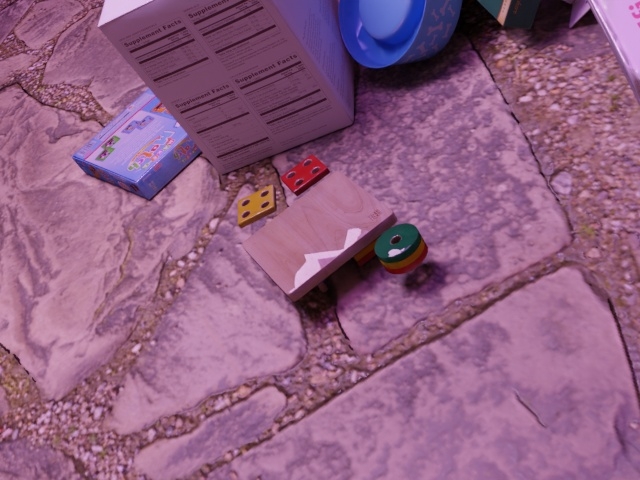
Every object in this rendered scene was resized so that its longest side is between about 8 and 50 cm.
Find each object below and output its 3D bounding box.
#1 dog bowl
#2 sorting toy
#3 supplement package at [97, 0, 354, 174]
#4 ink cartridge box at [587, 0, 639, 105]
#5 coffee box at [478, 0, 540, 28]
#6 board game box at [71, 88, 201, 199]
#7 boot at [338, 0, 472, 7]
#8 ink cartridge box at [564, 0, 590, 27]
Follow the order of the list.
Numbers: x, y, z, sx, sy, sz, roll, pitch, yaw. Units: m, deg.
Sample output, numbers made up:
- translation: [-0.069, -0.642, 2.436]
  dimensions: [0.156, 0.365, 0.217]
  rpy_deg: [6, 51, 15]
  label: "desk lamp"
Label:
- translation: [0.112, -0.354, 1.300]
  dimensions: [0.074, 0.297, 0.166]
  rpy_deg: [0, 16, -36]
  label: "dog bowl"
- translation: [0.000, 0.000, 1.111]
  dimensions: [0.132, 0.046, 0.274]
  rpy_deg: [-38, 33, -7]
  label: "sorting toy"
- translation: [-0.103, -0.262, 1.321]
  dimensions: [0.198, 0.263, 0.199]
  rpy_deg: [-19, 43, 21]
  label: "supplement package"
- translation: [0.396, -0.257, 0.963]
  dimensions: [0.306, 0.131, 0.226]
  rpy_deg: [-26, 55, 17]
  label: "ink cartridge box"
- translation: [0.208, -0.334, 1.254]
  dimensions: [0.040, 0.113, 0.184]
  rpy_deg: [2, 35, -21]
  label: "coffee box"
- translation: [-0.241, -0.141, 1.514]
  dimensions: [0.160, 0.039, 0.211]
  rpy_deg: [-45, 34, -17]
  label: "board game box"
- translation: [0.108, -0.316, 1.416]
  dimensions: [0.197, 0.073, 0.152]
  rpy_deg: [-41, 42, 8]
  label: "boot"
- translation: [0.294, -0.345, 1.217]
  dimensions: [0.104, 0.061, 0.181]
  rpy_deg: [131, 156, -61]
  label: "ink cartridge box"
